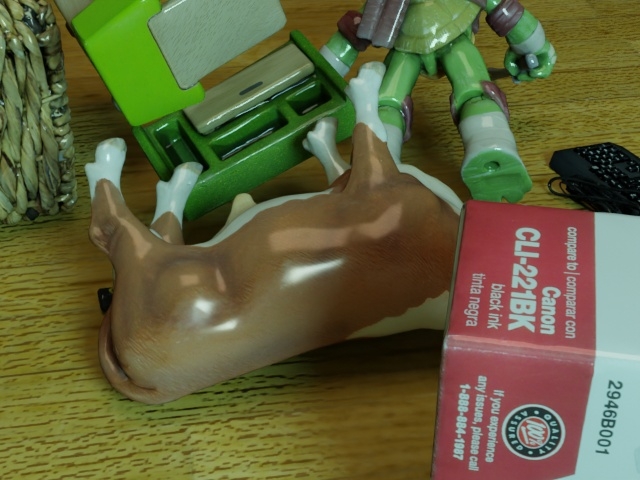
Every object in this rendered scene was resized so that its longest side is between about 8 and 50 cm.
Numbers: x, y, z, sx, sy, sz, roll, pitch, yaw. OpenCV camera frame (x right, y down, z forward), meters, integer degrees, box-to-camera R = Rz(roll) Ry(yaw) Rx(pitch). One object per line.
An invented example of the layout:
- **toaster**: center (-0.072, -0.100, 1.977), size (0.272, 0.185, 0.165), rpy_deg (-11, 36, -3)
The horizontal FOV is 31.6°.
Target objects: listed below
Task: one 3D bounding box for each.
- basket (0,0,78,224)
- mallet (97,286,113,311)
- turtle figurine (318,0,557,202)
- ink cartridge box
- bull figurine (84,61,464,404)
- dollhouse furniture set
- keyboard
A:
- **basket**: center (-0.346, -0.143, 0.876), size (0.223, 0.213, 0.299), rpy_deg (-16, 37, -25)
- **mallet**: center (-0.058, 0.028, 0.792), size (0.189, 0.039, 0.062), rpy_deg (-17, 40, -17)
- **turtle figurine**: center (0.096, -0.125, 0.961), size (0.197, 0.275, 0.266), rpy_deg (16, 51, -17)
- **ink cartridge box**: center (0.191, 0.102, 0.534), size (0.273, 0.197, 0.114), rpy_deg (6, 36, 8)
- **bull figurine**: center (0.000, 0.000, 0.731), size (0.310, 0.101, 0.188), rpy_deg (-15, 67, -14)
- **dollhouse furniture set**: center (-0.123, -0.194, 0.860), size (0.151, 0.197, 0.301), rpy_deg (-31, 48, -6)
- **keyboard**: center (0.257, -0.035, 0.885), size (0.100, 0.038, 0.192), rpy_deg (-16, 36, -23)
